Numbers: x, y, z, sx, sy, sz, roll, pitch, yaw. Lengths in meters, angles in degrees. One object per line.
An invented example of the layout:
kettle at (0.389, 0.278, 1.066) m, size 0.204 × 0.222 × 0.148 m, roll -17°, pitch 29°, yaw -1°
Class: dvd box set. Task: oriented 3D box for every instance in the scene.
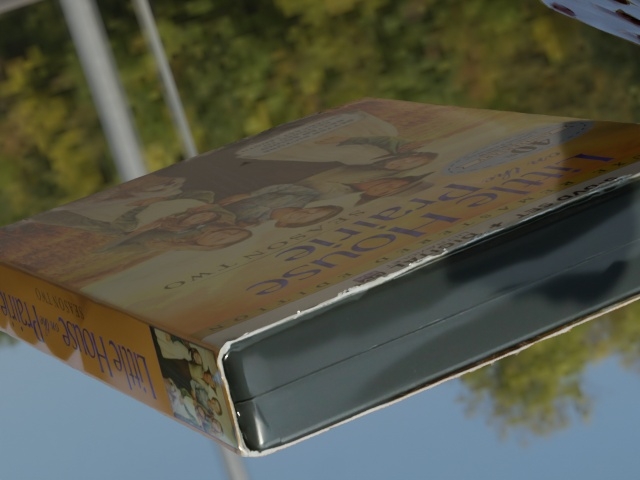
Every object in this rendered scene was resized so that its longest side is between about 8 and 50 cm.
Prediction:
dvd box set at (0.000, 0.000, 1.105) m, size 0.307 × 0.062 × 0.420 m, roll -21°, pitch -165°, yaw -21°

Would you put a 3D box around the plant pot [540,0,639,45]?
plant pot at (0.242, -0.237, 1.209) m, size 0.267 × 0.236 × 0.267 m, roll 25°, pitch -179°, yaw 23°
